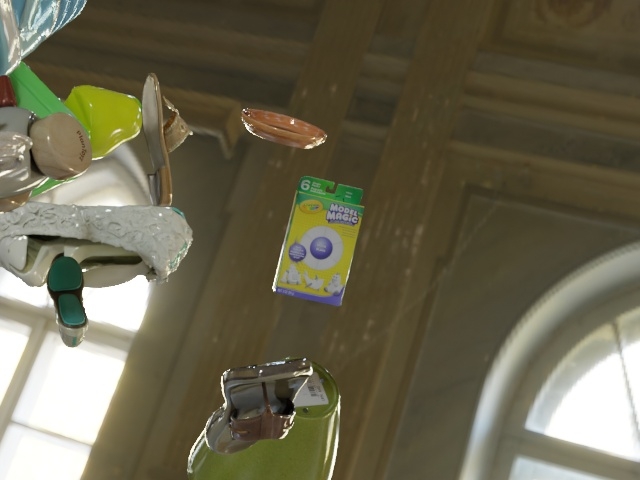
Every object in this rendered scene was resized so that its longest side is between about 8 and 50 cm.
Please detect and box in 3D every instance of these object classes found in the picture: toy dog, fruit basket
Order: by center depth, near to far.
[{"bbox_3d":[-0.418,-0.125,1.262,0.220,0.160,0.334,-21,-4,6],"label":"toy dog"},{"bbox_3d":[-0.612,-0.279,2.523,0.283,0.392,0.392,46,-24,-2],"label":"fruit basket"}]

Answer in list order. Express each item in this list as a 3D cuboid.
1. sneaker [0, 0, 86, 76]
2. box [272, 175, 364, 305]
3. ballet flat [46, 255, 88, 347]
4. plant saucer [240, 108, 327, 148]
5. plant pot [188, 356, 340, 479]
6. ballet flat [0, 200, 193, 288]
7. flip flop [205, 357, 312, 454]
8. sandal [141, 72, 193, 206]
[{"bbox_3d":[-0.386,-0.381,1.376,0.127,0.208,0.319,31,-40,13],"label":"sneaker"},{"bbox_3d":[0.000,0.000,1.606,0.105,0.179,0.043,12,3,-10],"label":"box"},{"bbox_3d":[-0.373,0.091,1.579,0.057,0.168,0.052,0,-53,-16],"label":"ballet flat"},{"bbox_3d":[-0.085,-0.248,2.416,0.200,0.037,0.200,15,15,-4],"label":"plant saucer"},{"bbox_3d":[-0.076,0.355,1.982,0.275,0.274,0.293,20,-50,-5],"label":"plant pot"},{"bbox_3d":[-0.404,0.011,1.702,0.409,0.146,0.147,-1,-26,17],"label":"ballet flat"},{"bbox_3d":[-0.077,0.217,1.321,0.112,0.080,0.277,-4,-30,-24],"label":"flip flop"},{"bbox_3d":[-0.269,-0.181,1.946,0.079,0.239,0.088,-4,0,-29],"label":"sandal"}]
